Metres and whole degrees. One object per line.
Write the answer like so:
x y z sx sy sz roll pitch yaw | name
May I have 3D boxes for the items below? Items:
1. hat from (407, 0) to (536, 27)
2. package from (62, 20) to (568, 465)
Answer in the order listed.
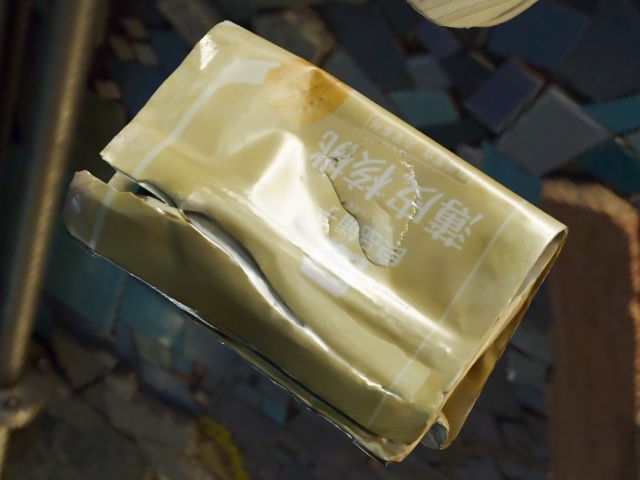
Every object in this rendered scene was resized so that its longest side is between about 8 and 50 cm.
0.149 -0.294 1.160 0.226 0.219 0.164 -34 5 -16 | hat
-0.018 0.011 1.043 0.165 0.311 0.221 -24 -35 -58 | package
